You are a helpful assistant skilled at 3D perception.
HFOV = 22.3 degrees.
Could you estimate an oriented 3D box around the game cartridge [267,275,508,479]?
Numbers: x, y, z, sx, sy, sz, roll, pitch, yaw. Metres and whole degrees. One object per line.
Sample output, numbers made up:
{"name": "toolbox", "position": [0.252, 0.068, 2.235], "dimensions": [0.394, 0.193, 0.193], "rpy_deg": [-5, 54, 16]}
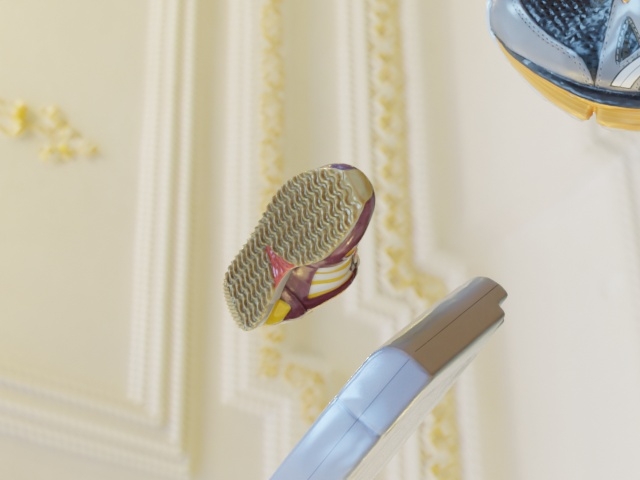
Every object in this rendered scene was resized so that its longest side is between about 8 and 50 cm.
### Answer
{"name": "game cartridge", "position": [0.029, 0.164, 1.331], "dimensions": [0.060, 0.294, 0.196], "rpy_deg": [40, -147, 8]}

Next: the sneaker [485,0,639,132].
{"name": "sneaker", "position": [0.160, -0.086, 0.585], "dimensions": [0.084, 0.215, 0.083], "rpy_deg": [-57, -36, -37]}

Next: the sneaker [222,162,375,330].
{"name": "sneaker", "position": [0.000, 0.000, 1.196], "dimensions": [0.084, 0.185, 0.070], "rpy_deg": [-10, -113, -39]}
